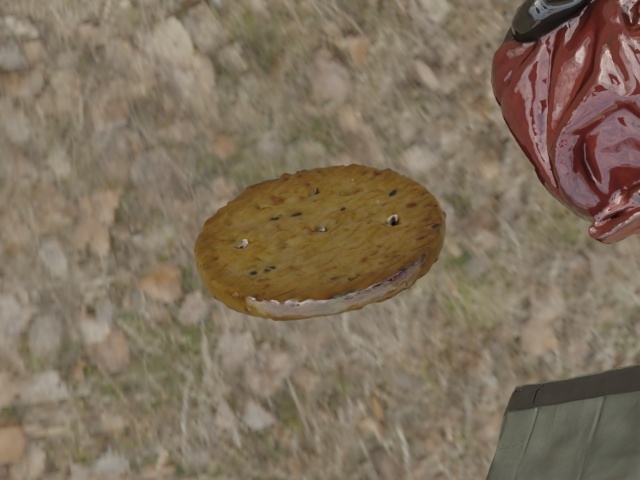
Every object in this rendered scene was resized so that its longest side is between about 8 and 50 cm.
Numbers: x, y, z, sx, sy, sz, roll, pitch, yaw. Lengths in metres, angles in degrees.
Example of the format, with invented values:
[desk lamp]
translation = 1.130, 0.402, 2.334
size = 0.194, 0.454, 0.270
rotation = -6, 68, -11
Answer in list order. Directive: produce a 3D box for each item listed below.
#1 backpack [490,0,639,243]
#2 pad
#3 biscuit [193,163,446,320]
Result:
[backpack]
translation = 0.217, -0.097, 0.985
size = 0.229, 0.139, 0.229
rotation = -20, 155, -10
[pad]
translation = 0.247, 0.198, 1.714
size = 0.022, 0.174, 0.233
rotation = 38, 145, -27
[biscuit]
translation = 0.001, 0.001, 1.310
size = 0.188, 0.188, 0.027
rotation = -14, 121, -6
